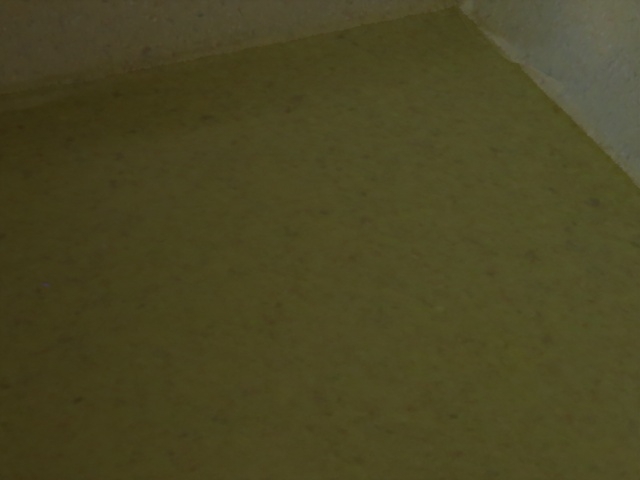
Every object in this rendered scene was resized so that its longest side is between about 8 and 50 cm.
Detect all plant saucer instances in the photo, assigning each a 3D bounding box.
[{"bbox_3d":[0.000,0.000,0.531,0.333,0.332,0.081,53,147,41],"label":"plant saucer"}]
